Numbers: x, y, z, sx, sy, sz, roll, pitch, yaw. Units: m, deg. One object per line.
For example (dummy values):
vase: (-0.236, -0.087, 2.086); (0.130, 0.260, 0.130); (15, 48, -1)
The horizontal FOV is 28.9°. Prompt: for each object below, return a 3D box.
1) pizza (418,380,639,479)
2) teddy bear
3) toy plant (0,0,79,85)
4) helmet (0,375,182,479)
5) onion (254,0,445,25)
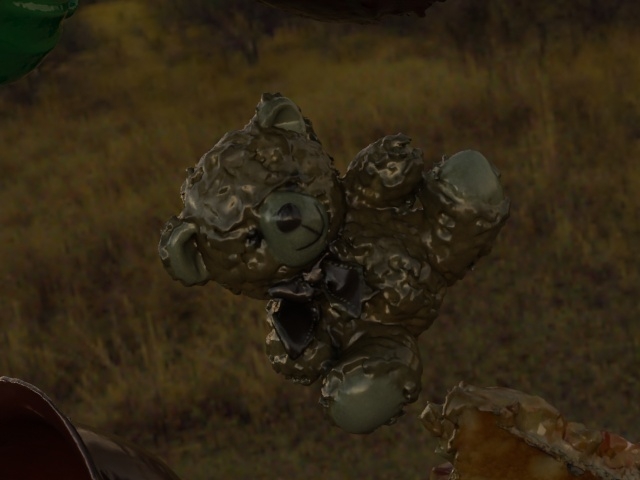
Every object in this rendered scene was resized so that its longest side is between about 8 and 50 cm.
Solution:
pizza: (0.227, 0.255, 1.232); (0.440, 0.406, 0.130); (-18, 36, 13)
teddy bear: (0.000, 0.000, 1.064); (0.267, 0.256, 0.156); (-58, 12, -15)
toy plant: (-0.179, -0.137, 0.547); (0.105, 0.142, 0.200); (-15, 0, 26)
helmet: (-0.198, 0.299, 1.029); (0.230, 0.384, 0.337); (11, 22, -46)
onion: (-0.024, -0.290, 0.989); (0.280, 0.314, 0.146); (21, 45, 36)
